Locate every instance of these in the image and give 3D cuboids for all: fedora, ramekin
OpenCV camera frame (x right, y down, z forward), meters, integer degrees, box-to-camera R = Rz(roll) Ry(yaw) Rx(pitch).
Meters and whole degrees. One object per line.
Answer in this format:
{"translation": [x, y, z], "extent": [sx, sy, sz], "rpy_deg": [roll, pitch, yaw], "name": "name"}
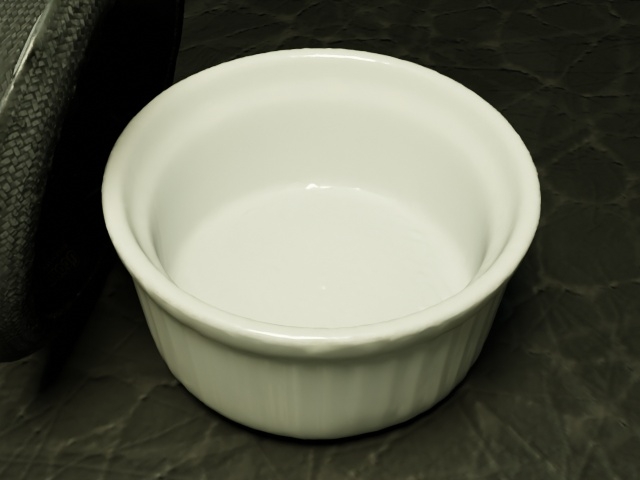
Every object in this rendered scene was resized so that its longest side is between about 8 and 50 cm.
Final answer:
{"translation": [-0.207, -0.093, 0.598], "extent": [0.153, 0.334, 0.334], "rpy_deg": [16, 46, -1], "name": "fedora"}
{"translation": [0.000, 0.000, 0.613], "extent": [0.277, 0.135, 0.277], "rpy_deg": [0, 46, 0], "name": "ramekin"}
